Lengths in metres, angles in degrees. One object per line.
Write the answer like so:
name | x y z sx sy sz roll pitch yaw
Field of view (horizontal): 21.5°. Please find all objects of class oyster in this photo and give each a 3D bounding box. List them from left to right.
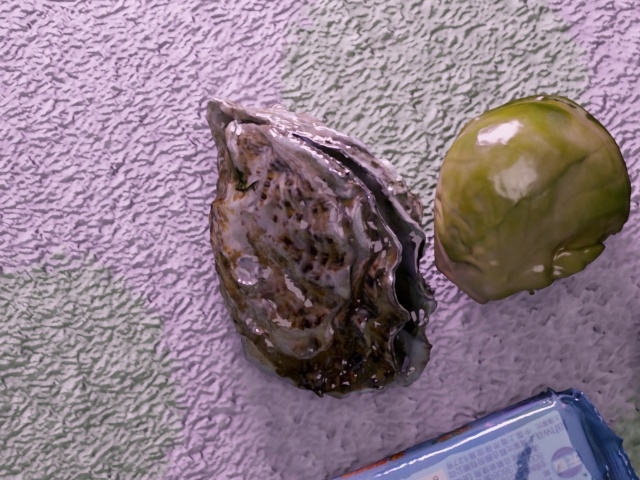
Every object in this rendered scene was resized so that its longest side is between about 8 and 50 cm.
oyster | 0.000 0.000 1.422 0.198 0.112 0.268 -7 93 21

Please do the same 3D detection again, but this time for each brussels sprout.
brussels sprout | 0.165 -0.041 1.408 0.183 0.131 0.145 -33 107 -3

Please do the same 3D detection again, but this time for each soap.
soap | 0.122 0.235 1.405 0.293 0.077 0.156 -22 86 -1
